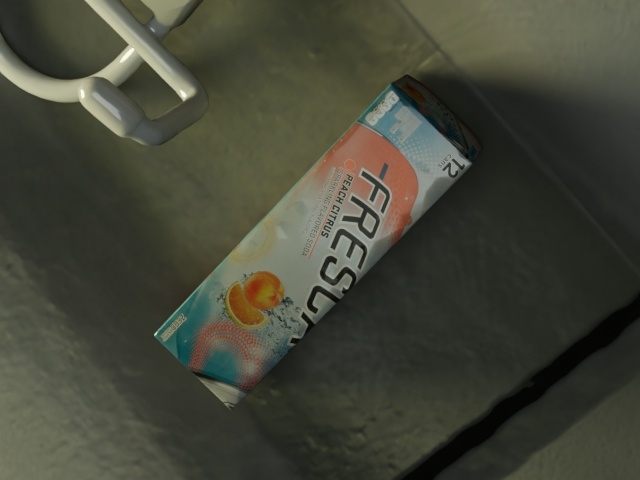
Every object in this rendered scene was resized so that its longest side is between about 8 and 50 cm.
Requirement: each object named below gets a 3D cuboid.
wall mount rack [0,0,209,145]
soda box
[{"bbox_3d":[-0.113,-0.225,0.754,0.304,0.130,0.350,44,115,2],"label":"wall mount rack"},{"bbox_3d":[0.000,0.000,0.833,0.058,0.063,0.183,43,105,1],"label":"soda box"}]
